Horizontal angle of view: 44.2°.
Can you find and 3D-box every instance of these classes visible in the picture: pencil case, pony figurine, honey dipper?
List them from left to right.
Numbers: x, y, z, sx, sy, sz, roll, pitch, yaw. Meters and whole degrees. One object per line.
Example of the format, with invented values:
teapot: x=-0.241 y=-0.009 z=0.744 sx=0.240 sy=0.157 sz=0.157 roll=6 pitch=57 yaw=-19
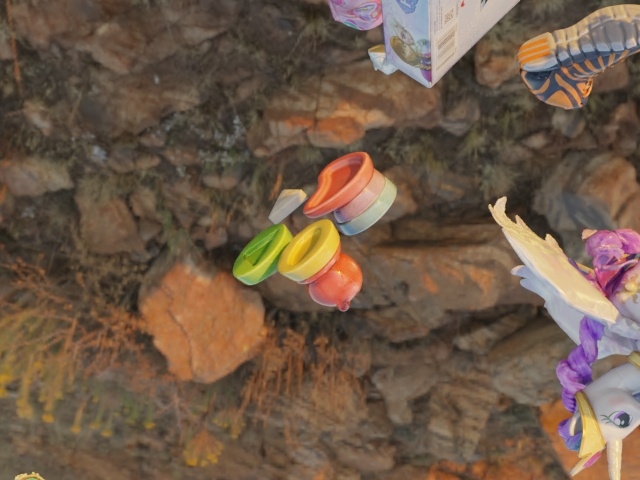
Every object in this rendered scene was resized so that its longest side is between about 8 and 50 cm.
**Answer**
pencil case: x=0.031 y=-0.412 z=1.173 sx=0.124 sy=0.124 sz=0.284 roll=-4 pitch=175 yaw=17
honey dipper: x=0.506 y=0.053 z=1.524 sx=0.160 sy=0.030 sz=0.030 roll=30 pitch=174 yaw=42
pony figurine: x=0.399 y=0.083 z=1.002 sx=0.363 sy=0.351 sz=0.303 roll=-35 pitch=146 yaw=11

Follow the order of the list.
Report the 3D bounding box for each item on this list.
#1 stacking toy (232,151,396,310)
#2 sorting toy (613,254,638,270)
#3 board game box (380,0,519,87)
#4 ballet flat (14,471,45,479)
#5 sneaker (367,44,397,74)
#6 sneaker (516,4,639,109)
stacking toy: x=0.000 y=0.000 z=1.443 sx=0.279 sy=0.309 sz=0.130 roll=-18 pitch=123 yaw=47
sorting toy: x=0.529 y=-0.089 z=1.199 sx=0.126 sy=0.366 sz=0.127 roll=8 pitch=-168 yaw=-18
board game box: x=0.173 y=-0.347 z=0.695 sx=0.066 sy=0.318 sz=0.319 roll=38 pitch=163 yaw=24
ballet flat: x=-0.392 y=0.456 z=1.177 sx=0.091 sy=0.241 sz=0.077 roll=-25 pitch=172 yaw=-40
sneaker: x=0.179 y=-0.439 z=1.938 sx=0.152 sy=0.053 sz=0.061 roll=30 pitch=145 yaw=49
sneaker: x=0.611 y=-0.401 z=1.755 sx=0.321 sy=0.125 sz=0.180 roll=-11 pitch=144 yaw=25
